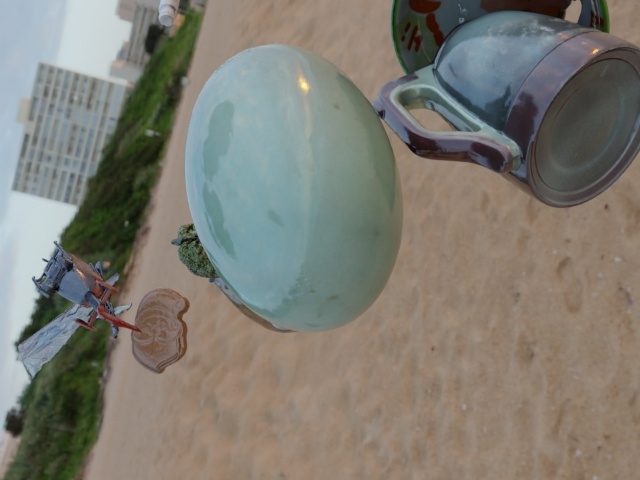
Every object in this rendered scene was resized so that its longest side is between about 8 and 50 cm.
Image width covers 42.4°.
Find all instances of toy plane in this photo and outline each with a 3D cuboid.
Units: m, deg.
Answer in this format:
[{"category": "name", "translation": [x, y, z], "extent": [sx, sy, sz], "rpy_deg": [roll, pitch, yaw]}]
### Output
[{"category": "toy plane", "translation": [-0.185, 0.038, 0.650], "extent": [0.037, 0.060, 0.145], "rpy_deg": [-59, 36, -1]}]

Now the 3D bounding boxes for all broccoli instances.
[{"category": "broccoli", "translation": [-0.196, 0.011, 1.489], "extent": [0.120, 0.131, 0.130], "rpy_deg": [-52, -3, 24]}]

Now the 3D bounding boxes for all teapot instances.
[{"category": "teapot", "translation": [0.250, -0.198, 1.175], "extent": [0.312, 0.315, 0.233], "rpy_deg": [43, 151, 47]}]

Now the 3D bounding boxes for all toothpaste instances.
[{"category": "toothpaste", "translation": [-0.263, -0.440, 1.459], "extent": [0.031, 0.048, 0.190], "rpy_deg": [-27, 40, 24]}]

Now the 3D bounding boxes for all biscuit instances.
[{"category": "biscuit", "translation": [-0.246, 0.137, 1.261], "extent": [0.019, 0.102, 0.130], "rpy_deg": [15, -98, -62]}]

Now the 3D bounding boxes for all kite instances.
[{"category": "kite", "translation": [-0.465, 0.156, 1.554], "extent": [0.314, 0.011, 0.335], "rpy_deg": [-20, 24, 29]}]

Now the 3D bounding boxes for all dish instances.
[{"category": "dish", "translation": [0.279, -0.346, 1.271], "extent": [0.324, 0.324, 0.124], "rpy_deg": [-64, 0, 45]}]

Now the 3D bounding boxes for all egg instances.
[{"category": "egg", "translation": [-0.035, -0.071, 1.076], "extent": [0.276, 0.276, 0.389], "rpy_deg": [130, 127, -65]}]

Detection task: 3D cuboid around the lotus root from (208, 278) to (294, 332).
[{"category": "lotus root", "translation": [-0.070, 0.063, 1.820], "extent": [0.316, 0.316, 0.250], "rpy_deg": [-89, -26, -47]}]

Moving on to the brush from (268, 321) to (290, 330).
[{"category": "brush", "translation": [0.000, 0.000, 1.267], "extent": [0.297, 0.068, 0.060], "rpy_deg": [-58, 24, 0]}]
